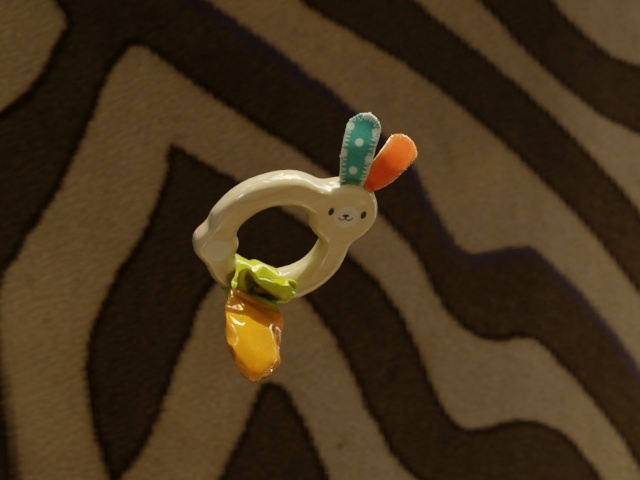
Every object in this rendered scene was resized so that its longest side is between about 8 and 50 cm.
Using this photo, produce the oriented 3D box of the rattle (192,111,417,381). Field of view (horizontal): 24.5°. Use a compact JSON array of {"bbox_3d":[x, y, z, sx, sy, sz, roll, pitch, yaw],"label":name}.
[{"bbox_3d":[0.000,0.000,1.192,0.199,0.143,0.130,-27,111,8],"label":"rattle"}]
